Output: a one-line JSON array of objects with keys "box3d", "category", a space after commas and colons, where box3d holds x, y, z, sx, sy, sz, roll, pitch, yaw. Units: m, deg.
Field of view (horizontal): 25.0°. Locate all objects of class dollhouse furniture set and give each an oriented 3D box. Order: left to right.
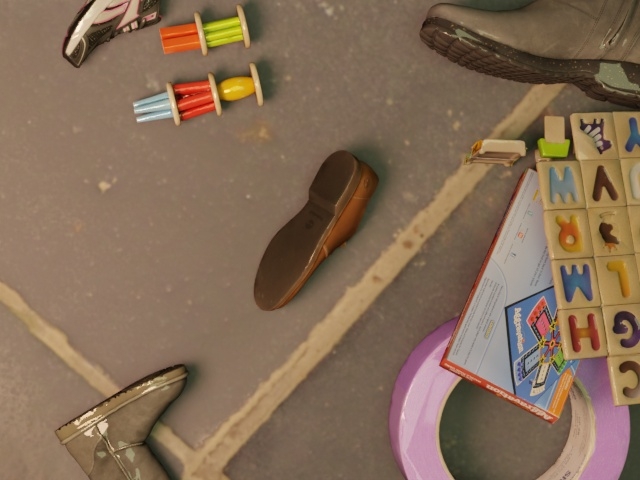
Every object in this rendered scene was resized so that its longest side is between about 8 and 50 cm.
[{"box3d": [0.247, -0.121, 1.708, 0.152, 0.076, 0.058, 2, 81, -8], "category": "dollhouse furniture set"}]

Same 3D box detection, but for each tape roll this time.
[{"box3d": [0.222, 0.219, 1.717, 0.275, 0.090, 0.274, -1, 95, -7], "category": "tape roll"}]

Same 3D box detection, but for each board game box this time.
[{"box3d": [0.253, 0.058, 1.665, 0.145, 0.027, 0.281, 27, 61, 1], "category": "board game box"}]

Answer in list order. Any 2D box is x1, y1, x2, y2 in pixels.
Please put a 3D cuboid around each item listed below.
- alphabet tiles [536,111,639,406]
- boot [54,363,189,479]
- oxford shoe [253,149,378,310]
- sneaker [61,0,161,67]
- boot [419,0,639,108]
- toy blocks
[{"box3d": [0.388, 0.015, 1.685, 0.285, 0.011, 0.342, -3, 80, -25], "category": "alphabet tiles"}, {"box3d": [-0.189, 0.270, 1.684, 0.190, 0.076, 0.208, -31, 90, 11], "category": "boot"}, {"box3d": [0.000, 0.000, 1.692, 0.076, 0.076, 0.212, 25, 104, -46], "category": "oxford shoe"}, {"box3d": [-0.221, -0.263, 1.648, 0.077, 0.072, 0.178, 38, 95, -18], "category": "sneaker"}, {"box3d": [0.288, -0.291, 1.688, 0.338, 0.118, 0.222, 11, 90, -18], "category": "boot"}, {"box3d": [-0.150, -0.199, 1.666, 0.148, 0.054, 0.123, -13, 96, -5], "category": "toy blocks"}]
